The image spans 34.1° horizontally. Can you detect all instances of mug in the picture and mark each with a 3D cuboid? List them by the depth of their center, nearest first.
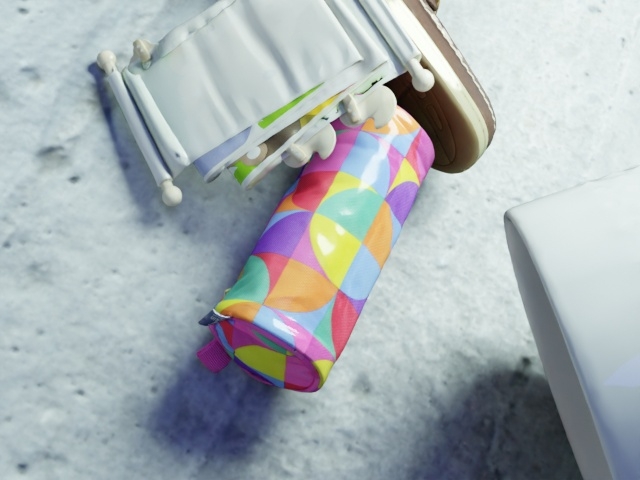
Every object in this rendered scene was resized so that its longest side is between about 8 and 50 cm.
[{"bbox_3d":[0.322,0.044,0.738,0.328,0.374,0.276,-18,106,6],"label":"mug"}]

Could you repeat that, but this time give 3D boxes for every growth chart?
[{"bbox_3d":[-0.047,-0.124,0.792,0.237,0.021,0.172,-26,72,10],"label":"growth chart"}]

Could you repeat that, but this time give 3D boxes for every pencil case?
[{"bbox_3d":[0.000,0.000,0.786,0.104,0.104,0.236,32,63,-2],"label":"pencil case"}]

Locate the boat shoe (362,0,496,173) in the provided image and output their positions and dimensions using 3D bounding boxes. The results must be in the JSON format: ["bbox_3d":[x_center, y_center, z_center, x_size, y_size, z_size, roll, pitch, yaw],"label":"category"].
[{"bbox_3d":[0.054,-0.214,0.881,0.123,0.123,0.342,-30,73,-24],"label":"boat shoe"}]
